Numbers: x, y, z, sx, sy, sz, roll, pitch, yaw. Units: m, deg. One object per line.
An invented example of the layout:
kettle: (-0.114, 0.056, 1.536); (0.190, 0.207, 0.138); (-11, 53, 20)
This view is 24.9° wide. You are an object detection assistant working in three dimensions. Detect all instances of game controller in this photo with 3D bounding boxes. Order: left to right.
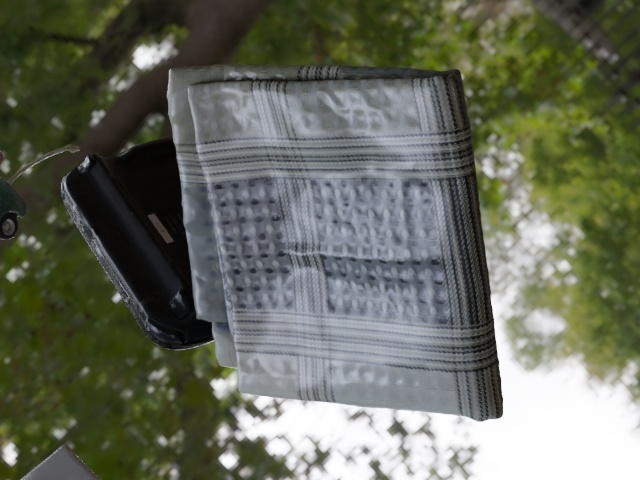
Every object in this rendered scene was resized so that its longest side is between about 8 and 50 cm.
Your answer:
game controller: (-0.155, -0.006, 1.543); (0.166, 0.067, 0.319); (-14, -139, -25)

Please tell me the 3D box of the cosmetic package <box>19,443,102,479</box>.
cosmetic package: (-0.255, 0.427, 1.648); (0.385, 0.217, 0.156); (33, 153, 46)

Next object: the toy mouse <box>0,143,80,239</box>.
toy mouse: (-0.187, -0.024, 0.706); (0.161, 0.143, 0.031); (-111, -5, -51)

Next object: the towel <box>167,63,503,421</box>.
towel: (0.000, 0.000, 1.276); (0.056, 0.324, 0.312); (-29, -63, -47)
